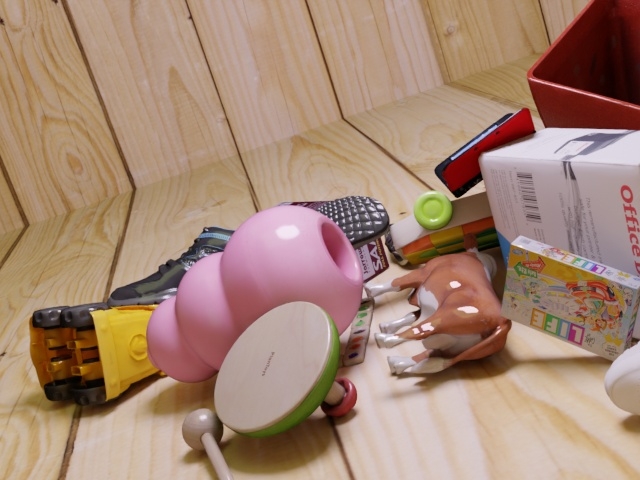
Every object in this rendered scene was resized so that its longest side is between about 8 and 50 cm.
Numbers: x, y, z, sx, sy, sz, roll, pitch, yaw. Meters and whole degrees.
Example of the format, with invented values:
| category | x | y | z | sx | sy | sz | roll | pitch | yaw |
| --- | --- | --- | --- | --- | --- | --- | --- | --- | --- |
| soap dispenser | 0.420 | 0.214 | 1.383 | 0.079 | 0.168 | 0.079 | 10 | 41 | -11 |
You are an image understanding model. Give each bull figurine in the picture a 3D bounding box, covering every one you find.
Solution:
| category | x | y | z | sx | sy | sz | roll | pitch | yaw |
| --- | --- | --- | --- | --- | --- | --- | --- | --- | --- |
| bull figurine | 0.164 | 0.085 | 1.361 | 0.188 | 0.101 | 0.310 | -21 | 13 | 5 |

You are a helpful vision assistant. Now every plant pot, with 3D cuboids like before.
| category | x | y | z | sx | sy | sz | roll | pitch | yaw |
| --- | --- | --- | --- | --- | --- | --- | --- | --- | --- |
| plant pot | 0.507 | -0.207 | 1.567 | 0.267 | 0.236 | 0.267 | 23 | 57 | 34 |

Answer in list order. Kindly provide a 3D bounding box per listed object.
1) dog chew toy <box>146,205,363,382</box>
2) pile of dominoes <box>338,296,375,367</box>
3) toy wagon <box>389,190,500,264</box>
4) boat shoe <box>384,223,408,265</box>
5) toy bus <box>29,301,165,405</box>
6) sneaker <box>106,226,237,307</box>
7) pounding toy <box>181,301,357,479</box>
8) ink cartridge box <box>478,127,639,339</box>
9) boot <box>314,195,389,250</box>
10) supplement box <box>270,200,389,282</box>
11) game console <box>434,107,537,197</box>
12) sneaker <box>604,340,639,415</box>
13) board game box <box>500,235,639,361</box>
| category | x | y | z | sx | sy | sz | roll | pitch | yaw |
| --- | --- | --- | --- | --- | --- | --- | --- | --- | --- |
| dog chew toy | -0.106 | 0.092 | 1.418 | 0.331 | 0.207 | 0.206 | -30 | 11 | 21 |
| pile of dominoes | -0.023 | 0.134 | 1.510 | 0.196 | 0.040 | 0.251 | -15 | 15 | 11 |
| toy wagon | 0.281 | -0.043 | 1.548 | 0.344 | 0.068 | 0.267 | -15 | -12 | 9 |
| boat shoe | 0.134 | 0.003 | 1.737 | 0.056 | 0.049 | 0.152 | -52 | 9 | 2 |
| toy bus | -0.330 | 0.161 | 1.607 | 0.211 | 0.150 | 0.220 | -15 | 6 | -43 |
| sneaker | -0.204 | 0.058 | 1.742 | 0.340 | 0.140 | 0.125 | -14 | -24 | -7 |
| pounding toy | -0.045 | 0.200 | 1.246 | 0.237 | 0.110 | 0.183 | -50 | 33 | -6 |
| ink cartridge box | 0.355 | -0.016 | 1.250 | 0.129 | 0.223 | 0.307 | -22 | 16 | -22 |
| boot | 0.024 | 0.020 | 1.607 | 0.246 | 0.161 | 0.083 | -21 | 56 | 22 |
| supplement box | 0.000 | 0.000 | 1.779 | 0.073 | 0.130 | 0.239 | -30 | 20 | -37 |
| game console | 0.219 | -0.136 | 1.396 | 0.144 | 0.085 | 0.124 | -36 | 33 | 4 |
| sneaker | 0.371 | 0.147 | 0.946 | 0.235 | 0.090 | 0.095 | -6 | 29 | 42 |
| board game box | 0.288 | 0.067 | 1.167 | 0.154 | 0.103 | 0.026 | 21 | 36 | 30 |
